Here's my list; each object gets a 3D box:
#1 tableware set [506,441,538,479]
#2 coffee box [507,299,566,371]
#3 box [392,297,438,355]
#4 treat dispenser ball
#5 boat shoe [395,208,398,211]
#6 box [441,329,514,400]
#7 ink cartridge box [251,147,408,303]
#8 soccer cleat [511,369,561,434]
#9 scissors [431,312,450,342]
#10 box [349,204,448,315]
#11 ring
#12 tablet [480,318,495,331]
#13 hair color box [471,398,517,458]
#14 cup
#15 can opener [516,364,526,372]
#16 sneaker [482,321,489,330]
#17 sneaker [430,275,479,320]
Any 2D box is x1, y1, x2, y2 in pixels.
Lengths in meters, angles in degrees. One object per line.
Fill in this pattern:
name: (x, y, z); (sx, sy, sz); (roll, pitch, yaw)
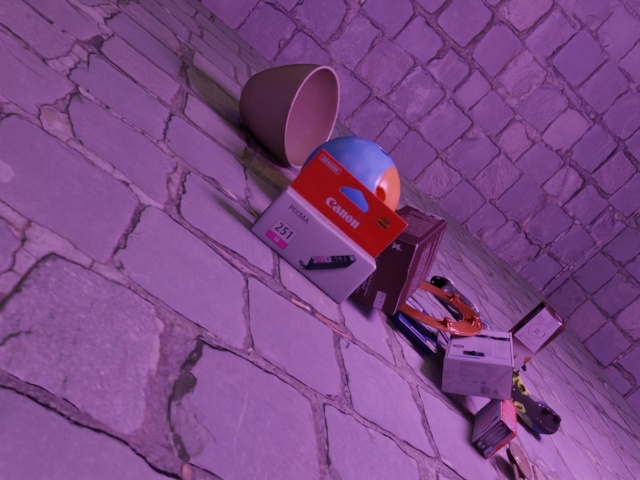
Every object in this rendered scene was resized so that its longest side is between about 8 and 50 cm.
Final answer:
tableware set: (0.439, 0.531, 1.343); (0.128, 0.039, 0.194); (52, 21, -13)
coffee box: (0.690, 0.325, 2.036); (0.098, 0.246, 0.141); (46, 17, 9)
box: (0.260, 0.229, 1.649); (0.136, 0.036, 0.225); (44, 16, 3)
treat dispenser ball: (0.079, -0.145, 1.702); (0.288, 0.288, 0.288); (39, 17, -15)
boat shoe: (0.289, -0.030, 2.190); (0.324, 0.120, 0.122); (51, 19, 24)
box: (0.407, 0.308, 1.570); (0.169, 0.087, 0.290); (4, 8, 17)
ink cartridge box: (0.023, -0.028, 1.377); (0.275, 0.239, 0.060); (40, 17, -10)
soccer cleat: (0.557, 0.450, 1.742); (0.289, 0.093, 0.121); (43, -17, -6)
scissors: (0.392, 0.316, 1.770); (0.109, 0.021, 0.297); (16, 33, -53)
box: (0.213, 0.039, 1.619); (0.143, 0.191, 0.381); (22, 18, 16)
ring: (0.303, 0.165, 1.714); (0.336, 0.032, 0.337); (20, 16, -6)
tablet: (0.635, 0.323, 2.330); (0.083, 0.006, 0.054); (26, 24, -43)
hair color box: (0.405, 0.426, 1.415); (0.053, 0.093, 0.167); (46, 18, 8)
cup: (-0.120, -0.424, 1.963); (0.236, 0.332, 0.331); (22, 9, 22)
can opener: (0.692, 0.408, 2.183); (0.186, 0.059, 0.073); (-83, 152, -58)
sneaker: (0.525, 0.303, 2.045); (0.064, 0.061, 0.158); (36, 17, -3)
sneaker: (0.451, 0.201, 2.093); (0.106, 0.078, 0.234); (24, 22, -41)
